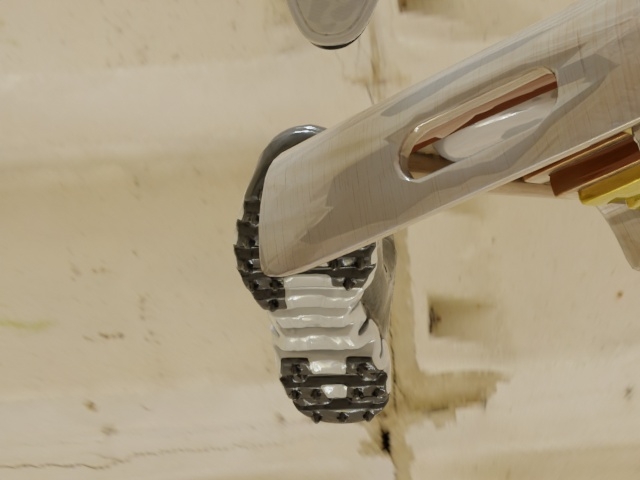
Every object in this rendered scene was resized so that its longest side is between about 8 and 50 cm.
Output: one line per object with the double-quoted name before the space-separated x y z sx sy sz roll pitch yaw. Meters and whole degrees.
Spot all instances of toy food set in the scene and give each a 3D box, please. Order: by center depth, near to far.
"toy food set" 0.149 -0.032 0.760 0.219 0.306 0.092 -25 -107 36

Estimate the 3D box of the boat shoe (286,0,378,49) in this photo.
"boat shoe" 0.007 -0.131 0.747 0.046 0.038 0.125 -4 -114 3

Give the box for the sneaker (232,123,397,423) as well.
"sneaker" 0.000 0.000 0.998 0.078 0.234 0.106 -1 -127 8
